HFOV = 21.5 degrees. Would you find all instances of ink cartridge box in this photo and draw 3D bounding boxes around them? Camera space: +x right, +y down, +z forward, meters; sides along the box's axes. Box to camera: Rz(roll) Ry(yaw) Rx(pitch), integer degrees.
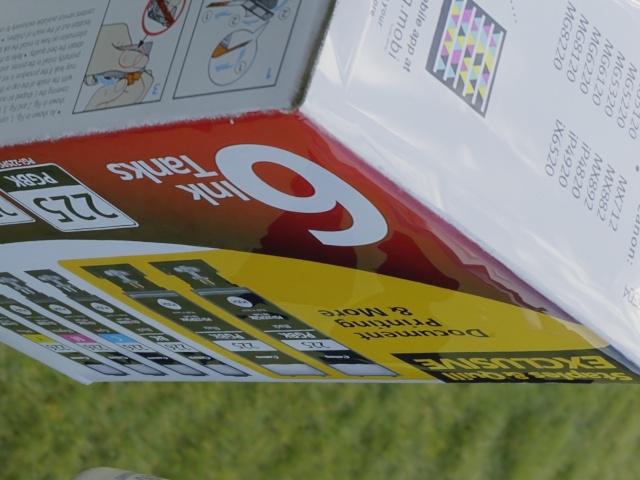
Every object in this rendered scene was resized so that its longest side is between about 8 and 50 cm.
[{"bbox_3d":[-0.020,-0.025,0.646,0.272,0.309,0.130,34,63,-41],"label":"ink cartridge box"}]

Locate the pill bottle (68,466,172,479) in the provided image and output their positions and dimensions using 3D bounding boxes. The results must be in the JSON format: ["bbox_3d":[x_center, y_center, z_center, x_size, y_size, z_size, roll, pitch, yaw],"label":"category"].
[{"bbox_3d":[-0.023,0.325,1.316,0.229,0.408,0.229,10,90,-74],"label":"pill bottle"}]
